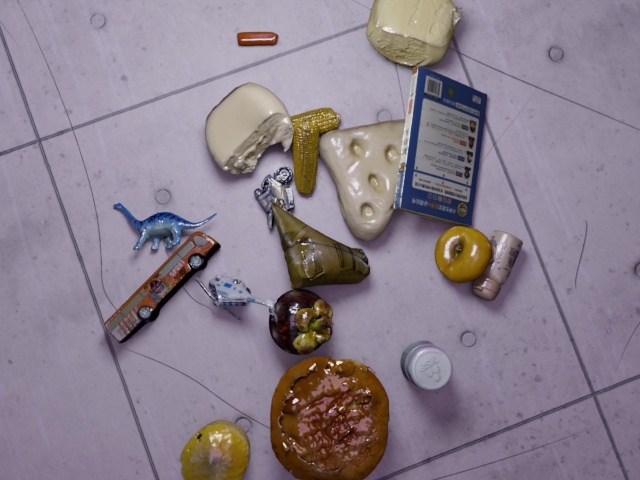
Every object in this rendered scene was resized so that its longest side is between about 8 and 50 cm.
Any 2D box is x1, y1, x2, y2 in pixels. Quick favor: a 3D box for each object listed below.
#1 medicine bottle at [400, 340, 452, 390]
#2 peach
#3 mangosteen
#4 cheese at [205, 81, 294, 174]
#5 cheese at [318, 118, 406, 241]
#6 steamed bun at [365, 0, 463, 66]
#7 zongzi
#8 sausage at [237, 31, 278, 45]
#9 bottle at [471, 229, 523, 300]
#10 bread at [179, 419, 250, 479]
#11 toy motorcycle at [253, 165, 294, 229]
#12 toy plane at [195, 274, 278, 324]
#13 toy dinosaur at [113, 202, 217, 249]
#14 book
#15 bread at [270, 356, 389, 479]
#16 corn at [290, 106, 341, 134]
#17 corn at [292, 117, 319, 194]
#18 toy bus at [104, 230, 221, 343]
[{"bbox_3d":[0.309,0.367,1.862,0.135,0.168,0.135,0,85,-2],"label":"medicine bottle"},{"bbox_3d":[0.424,0.041,1.901,0.179,0.103,0.179,-17,63,36],"label":"peach"},{"bbox_3d":[-0.045,0.236,1.836,0.192,0.217,0.192,3,84,-30],"label":"mangosteen"},{"bbox_3d":[-0.217,-0.329,1.881,0.266,0.127,0.233,-40,71,18],"label":"cheese"},{"bbox_3d":[0.197,-0.201,1.922,0.328,0.129,0.351,-21,91,-8],"label":"cheese"},{"bbox_3d":[0.280,-0.658,1.944,0.272,0.166,0.232,15,73,-6],"label":"steamed bun"},{"bbox_3d":[0.000,0.000,1.902,0.260,0.123,0.289,-3,62,-29],"label":"zongzi"},{"bbox_3d":[-0.196,-0.632,1.984,0.131,0.039,0.041,-2,84,-1],"label":"sausage"},{"bbox_3d":[0.534,0.083,1.932,0.110,0.097,0.209,28,85,-43],"label":"bottle"},{"bbox_3d":[-0.296,0.616,1.821,0.197,0.170,0.197,0,87,-1],"label":"bread"},{"bbox_3d":[-0.141,-0.130,1.938,0.124,0.061,0.194,-2,86,1],"label":"toy motorcycle"},{"bbox_3d":[-0.231,0.153,1.845,0.182,0.273,0.107,51,55,-28],"label":"toy plane"},{"bbox_3d":[-0.480,-0.030,1.914,0.328,0.076,0.145,6,79,9],"label":"toy dinosaur"},{"bbox_3d":[0.368,-0.274,1.906,0.299,0.039,0.428,12,84,-33],"label":"book"},{"bbox_3d":[0.022,0.505,1.828,0.336,0.204,0.359,5,89,-4],"label":"bread"},{"bbox_3d":[-0.051,-0.353,1.949,0.238,0.080,0.080,-15,86,-5],"label":"corn"},{"bbox_3d":[-0.047,-0.253,1.911,0.080,0.080,0.231,2,115,-2],"label":"corn"},{"bbox_3d":[-0.465,0.136,1.892,0.092,0.093,0.409,44,84,4],"label":"toy bus"}]
